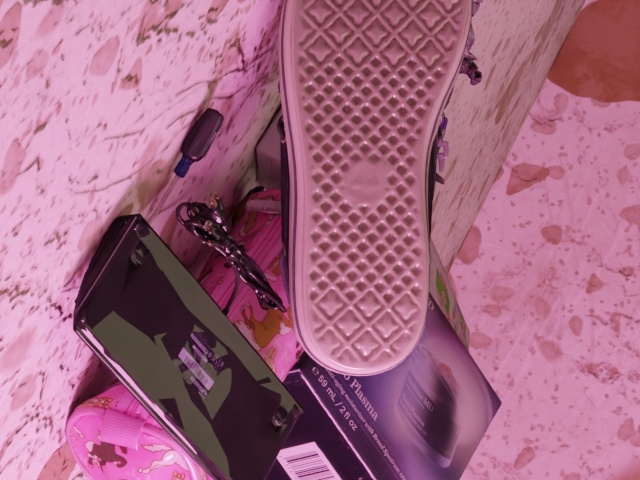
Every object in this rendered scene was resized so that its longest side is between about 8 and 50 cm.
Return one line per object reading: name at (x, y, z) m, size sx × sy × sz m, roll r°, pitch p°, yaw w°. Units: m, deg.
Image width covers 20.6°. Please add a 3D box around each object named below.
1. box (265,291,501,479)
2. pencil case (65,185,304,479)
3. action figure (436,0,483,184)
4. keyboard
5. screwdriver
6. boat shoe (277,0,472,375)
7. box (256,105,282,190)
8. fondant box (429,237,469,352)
box at (0.050, 0.204, 2.266) m, size 0.183 × 0.296 × 0.294 m, roll -19°, pitch -156°, yaw 38°
pencil case at (-0.102, 0.108, 1.797) m, size 0.160 × 0.167 × 0.386 m, roll -13°, pitch -149°, yaw 43°
action figure at (0.171, -0.229, 2.457) m, size 0.285 × 0.099 × 0.185 m, roll -69°, pitch 160°, yaw 3°
keyboard at (-0.106, 0.086, 1.633) m, size 0.317 × 0.033 × 0.201 m, roll 54°, pitch 55°, yaw -40°
screwdriver at (-0.138, -0.047, 1.624) m, size 0.170 × 0.024 × 0.025 m, roll -61°, pitch -162°, yaw -6°
boat shoe at (0.041, -0.121, 1.725) m, size 0.156 × 0.187 × 0.500 m, roll -173°, pitch -94°, yaw -81°
box at (-0.010, -0.100, 1.923) m, size 0.101 × 0.087 × 0.102 m, roll -60°, pitch 169°, yaw -21°
fondant box at (0.142, 0.151, 2.636) m, size 0.330 × 0.096 × 0.238 m, roll -79°, pitch 150°, yaw -56°
